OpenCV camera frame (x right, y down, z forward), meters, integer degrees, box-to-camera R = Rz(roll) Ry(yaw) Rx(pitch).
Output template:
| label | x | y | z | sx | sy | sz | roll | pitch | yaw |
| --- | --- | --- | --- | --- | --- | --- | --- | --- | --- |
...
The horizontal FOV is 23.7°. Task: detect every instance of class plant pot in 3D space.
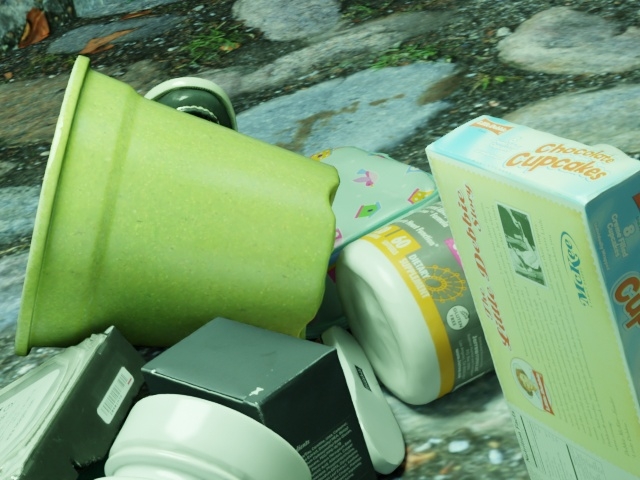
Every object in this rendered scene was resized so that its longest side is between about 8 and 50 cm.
| label | x | y | z | sx | sy | sz | roll | pitch | yaw |
| --- | --- | --- | --- | --- | --- | --- | --- | --- | --- |
| plant pot | -0.123 | -0.005 | 1.386 | 0.254 | 0.276 | 0.276 | 13 | 22 | -7 |

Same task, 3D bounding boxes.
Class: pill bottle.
| label | x | y | z | sx | sy | sz | roll | pitch | yaw |
| --- | --- | --- | --- | --- | --- | --- | --- | --- | --- |
| pill bottle | -0.115 | 0.252 | 0.972 | 0.160 | 0.160 | 0.283 | -1 | 51 | 35 |
| pill bottle | 0.166 | 0.024 | 1.394 | 0.278 | 0.162 | 0.162 | -26 | 24 | -16 |

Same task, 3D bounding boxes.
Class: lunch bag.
| label | x | y | z | sx | sy | sz | roll | pitch | yaw |
| --- | --- | --- | --- | --- | --- | --- | --- | --- | --- |
| lunch bag | 0.000 | 0.000 | 1.640 | 0.224 | 0.108 | 0.279 | -31 | 24 | -18 |

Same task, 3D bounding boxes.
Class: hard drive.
| label | x | y | z | sx | sy | sz | roll | pitch | yaw |
| --- | --- | --- | --- | --- | --- | --- | --- | --- | --- |
| hard drive | -0.310 | 0.220 | 1.272 | 0.339 | 0.064 | 0.237 | -32 | 17 | 28 |

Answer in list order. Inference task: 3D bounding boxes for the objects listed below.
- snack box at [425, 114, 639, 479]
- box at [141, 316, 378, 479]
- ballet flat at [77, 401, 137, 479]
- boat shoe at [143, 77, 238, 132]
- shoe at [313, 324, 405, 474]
| label | x | y | z | sx | sy | sz | roll | pitch | yaw |
| --- | --- | --- | --- | --- | --- | --- | --- | --- | --- |
| snack box | 0.184 | 0.082 | 1.041 | 0.060 | 0.322 | 0.187 | -29 | 25 | -19 |
| box | -0.046 | 0.161 | 1.244 | 0.093 | 0.158 | 0.156 | -33 | 28 | -33 |
| ballet flat | -0.162 | 0.245 | 1.208 | 0.107 | 0.106 | 0.316 | -22 | 21 | 9 |
| boat shoe | -0.162 | -0.015 | 1.573 | 0.127 | 0.340 | 0.113 | 10 | 46 | -20 |
| shoe | 0.014 | 0.157 | 1.345 | 0.081 | 0.063 | 0.178 | -43 | 36 | 16 |
